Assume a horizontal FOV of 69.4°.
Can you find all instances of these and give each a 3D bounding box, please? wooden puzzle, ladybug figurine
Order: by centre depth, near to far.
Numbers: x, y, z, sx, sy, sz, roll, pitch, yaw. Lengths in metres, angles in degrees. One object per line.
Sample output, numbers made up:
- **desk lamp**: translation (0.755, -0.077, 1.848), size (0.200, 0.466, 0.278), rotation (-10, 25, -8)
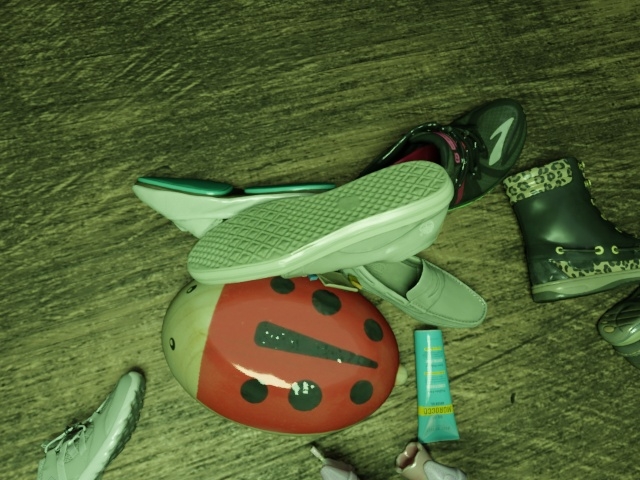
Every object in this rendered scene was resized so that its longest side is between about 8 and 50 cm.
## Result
- **ladybug figurine**: translation (-0.057, 0.181, 0.808), size (0.450, 0.162, 0.305), rotation (12, 72, -5)
- **wooden puzzle**: translation (0.023, 0.070, 0.811), size (0.116, 0.078, 0.014), rotation (16, 104, -25)

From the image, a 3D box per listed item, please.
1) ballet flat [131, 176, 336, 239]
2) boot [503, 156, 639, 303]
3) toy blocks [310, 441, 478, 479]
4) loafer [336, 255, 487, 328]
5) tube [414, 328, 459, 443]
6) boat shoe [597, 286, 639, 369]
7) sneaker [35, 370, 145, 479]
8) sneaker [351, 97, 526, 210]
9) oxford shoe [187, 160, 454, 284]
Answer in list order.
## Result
- **ballet flat**: translation (-0.160, -0.050, 0.876), size (0.400, 0.139, 0.139), rotation (3, 74, 3)
- **boot**: translation (0.587, -0.038, 0.987), size (0.378, 0.138, 0.284), rotation (-14, 77, -7)
- **toy blocks**: translation (0.087, 0.445, 0.692), size (0.260, 0.288, 0.309), rotation (43, 75, 0)
- **loafer**: translation (0.183, 0.088, 0.894), size (0.320, 0.111, 0.112), rotation (20, 73, -5)
- **tube**: translation (0.215, 0.276, 0.886), size (0.080, 0.052, 0.207), rotation (-4, 80, -2)
- **boat shoe**: translation (0.751, 0.142, 0.972), size (0.355, 0.132, 0.130), rotation (-32, 91, -7)
- **sneaker**: translation (-0.390, 0.335, 0.744), size (0.115, 0.105, 0.281), rotation (29, 73, 0)
- **sneaker**: translation (0.253, -0.149, 0.928), size (0.483, 0.202, 0.185), rotation (-34, 83, -16)
- **oxford shoe**: translation (0.000, 0.000, 0.758), size (0.450, 0.130, 0.169), rotation (-16, 42, 5)
